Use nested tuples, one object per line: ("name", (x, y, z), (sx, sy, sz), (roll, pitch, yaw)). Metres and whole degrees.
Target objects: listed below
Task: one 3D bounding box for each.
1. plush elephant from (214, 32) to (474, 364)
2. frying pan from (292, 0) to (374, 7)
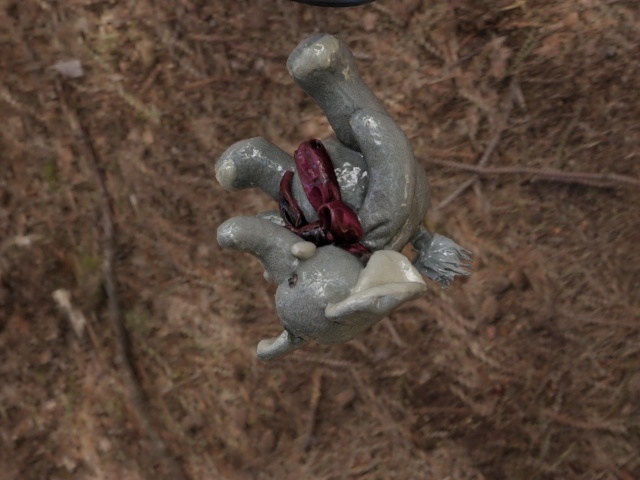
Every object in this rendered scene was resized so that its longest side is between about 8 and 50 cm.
("plush elephant", (0.000, 0.000, 1.359), (0.330, 0.255, 0.272), (43, 137, -8))
("frying pan", (-0.048, -0.323, 1.192), (0.197, 0.326, 0.053), (1, 67, 34))
